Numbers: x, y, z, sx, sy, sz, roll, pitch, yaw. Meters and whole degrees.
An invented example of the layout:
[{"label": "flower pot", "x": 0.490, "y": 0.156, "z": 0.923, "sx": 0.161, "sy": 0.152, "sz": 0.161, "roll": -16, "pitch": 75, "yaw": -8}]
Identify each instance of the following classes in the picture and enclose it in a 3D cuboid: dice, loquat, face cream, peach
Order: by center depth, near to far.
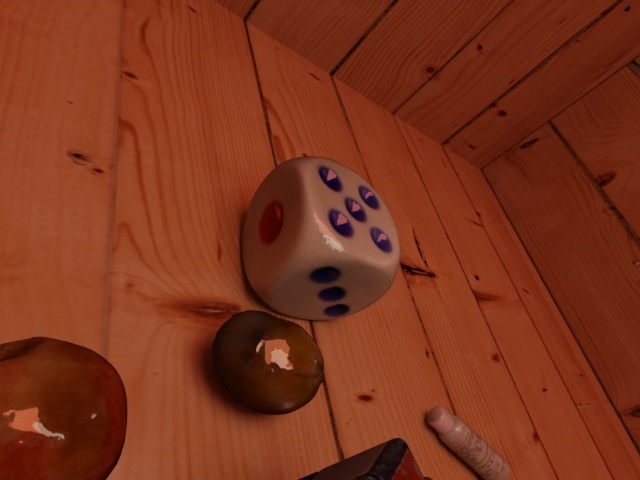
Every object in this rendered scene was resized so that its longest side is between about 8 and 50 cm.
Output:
[{"label": "peach", "x": -0.356, "y": 0.221, "z": 0.482, "sx": 0.235, "sy": 0.214, "sz": 0.214, "roll": 30, "pitch": 34, "yaw": -63}, {"label": "loquat", "x": -0.099, "y": 0.228, "z": 0.800, "sx": 0.228, "sy": 0.179, "sz": 0.179, "roll": 32, "pitch": 39, "yaw": -21}, {"label": "dice", "x": 0.000, "y": 0.000, "z": 1.036, "sx": 0.305, "sy": 0.277, "sz": 0.304, "roll": 18, "pitch": 44, "yaw": -36}, {"label": "face cream", "x": 0.395, "y": 0.548, "z": 1.140, "sx": 0.269, "sy": 0.082, "sz": 0.082, "roll": 45, "pitch": 35, "yaw": -10}]

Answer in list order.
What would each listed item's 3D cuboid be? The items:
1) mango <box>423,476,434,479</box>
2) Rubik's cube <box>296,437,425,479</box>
[{"label": "mango", "x": 0.225, "y": 0.569, "z": 0.945, "sx": 0.127, "sy": 0.063, "sz": 0.077, "roll": 8, "pitch": 46, "yaw": -44}, {"label": "Rubik's cube", "x": 0.013, "y": 0.484, "z": 0.506, "sx": 0.318, "sy": 0.316, "sz": 0.313, "roll": 61, "pitch": 17, "yaw": 16}]
